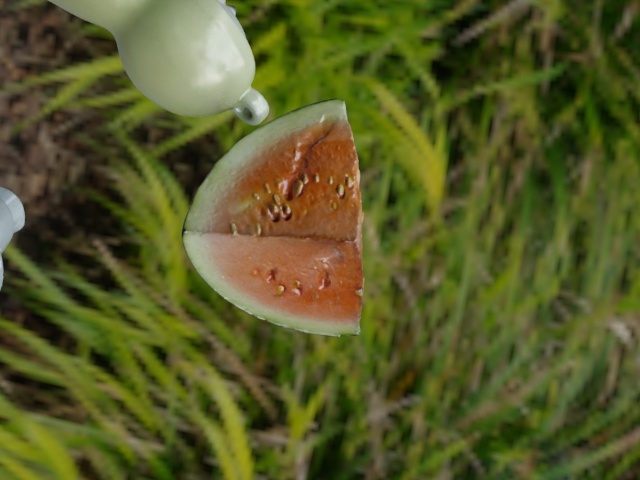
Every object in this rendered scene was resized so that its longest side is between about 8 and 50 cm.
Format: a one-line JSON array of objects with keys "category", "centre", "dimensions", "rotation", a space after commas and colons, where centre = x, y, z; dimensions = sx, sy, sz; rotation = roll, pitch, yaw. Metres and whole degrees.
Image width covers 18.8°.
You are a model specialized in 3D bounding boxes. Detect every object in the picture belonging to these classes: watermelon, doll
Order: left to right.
[{"category": "doll", "centre": [-0.144, -0.194, 1.374], "dimensions": [0.296, 0.141, 0.117], "rotation": [40, 59, -9]}, {"category": "watermelon", "centre": [0.000, 0.000, 1.098], "dimensions": [0.125, 0.094, 0.135], "rotation": [-43, 117, -25]}]

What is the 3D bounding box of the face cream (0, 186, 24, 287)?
[{"category": "face cream", "centre": [-0.262, 0.024, 1.253], "dimensions": [0.251, 0.101, 0.101], "rotation": [-54, 145, -60]}]
